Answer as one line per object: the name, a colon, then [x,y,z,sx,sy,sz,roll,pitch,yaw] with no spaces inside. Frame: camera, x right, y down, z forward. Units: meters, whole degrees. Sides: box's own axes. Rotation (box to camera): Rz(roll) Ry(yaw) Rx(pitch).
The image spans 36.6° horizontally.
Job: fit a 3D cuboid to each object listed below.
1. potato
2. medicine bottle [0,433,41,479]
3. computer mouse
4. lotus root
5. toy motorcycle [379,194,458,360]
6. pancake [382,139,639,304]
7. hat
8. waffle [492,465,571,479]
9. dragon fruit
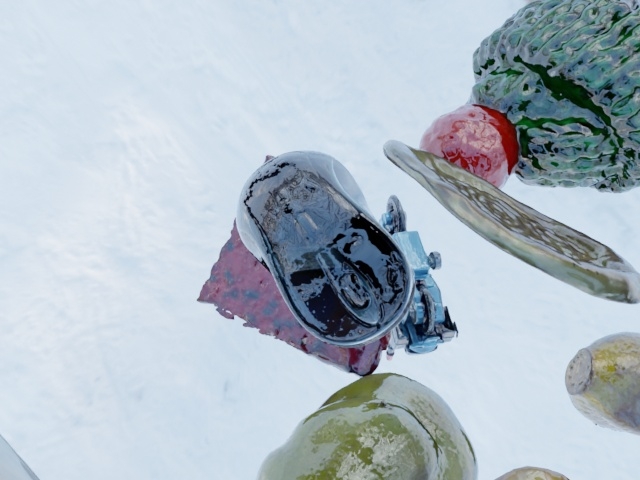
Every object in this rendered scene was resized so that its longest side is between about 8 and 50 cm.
potato: [0.055,0.297,1.210,0.202,0.351,0.218,-27,86,36]
medicine bottle: [-0.239,0.191,0.371,0.306,0.245,0.245,-41,93,-22]
computer mouse: [0.000,0.000,1.008,0.137,0.096,0.233,-41,71,5]
lotus root: [0.529,0.241,1.626,0.291,0.193,0.193,8,90,-32]
toy motorcycle: [0.137,0.071,1.591,0.123,0.182,0.272,-6,55,-12]
pancake: [0.156,-0.020,0.816,0.250,0.250,0.031,27,103,-4]
hat: [0.262,-0.135,1.155,0.332,0.274,0.242,-37,116,-19]
waffle: [0.081,0.294,0.577,0.348,0.077,0.304,-37,113,29]
dragon fruit: [-0.029,0.098,1.407,0.240,0.302,0.330,-32,54,-18]
